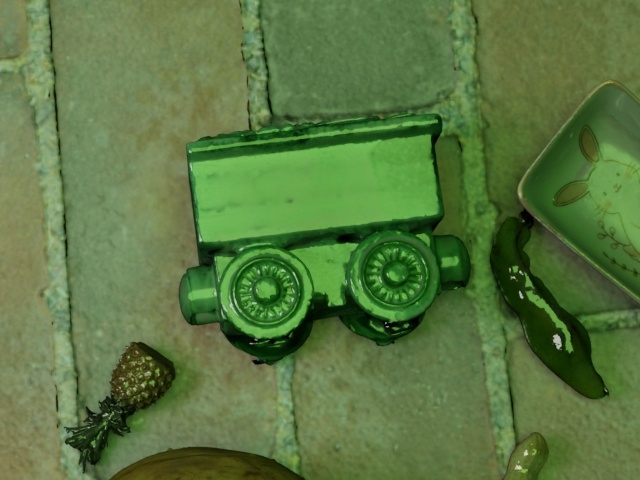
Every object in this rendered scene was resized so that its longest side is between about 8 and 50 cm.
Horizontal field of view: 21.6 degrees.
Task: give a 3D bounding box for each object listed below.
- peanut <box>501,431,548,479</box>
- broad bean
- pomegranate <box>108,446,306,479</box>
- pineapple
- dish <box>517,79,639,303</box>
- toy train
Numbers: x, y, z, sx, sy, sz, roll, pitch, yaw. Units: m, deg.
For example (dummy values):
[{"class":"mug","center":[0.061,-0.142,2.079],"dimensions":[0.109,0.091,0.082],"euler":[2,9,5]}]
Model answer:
[{"class":"peanut","center":[0.186,0.217,1.550],"dimensions":[0.037,0.037,0.083],"euler":[18,89,-1]},{"class":"broad bean","center":[0.208,0.064,1.569],"dimensions":[0.061,0.046,0.195],"euler":[-20,82,-4]},{"class":"pomegranate","center":[-0.089,0.304,1.403],"dimensions":[0.281,0.281,0.281],"euler":[1,82,-4]},{"class":"pineapple","center":[-0.185,0.154,1.534],"dimensions":[0.058,0.058,0.124],"euler":[37,95,2]},{"class":"dish","center":[0.300,-0.029,1.572],"dimensions":[0.212,0.077,0.151],"euler":[39,83,2]},{"class":"toy train","center":[0.000,0.000,1.515],"dimensions":[0.266,0.145,0.201],"euler":[-7,79,-5]}]
